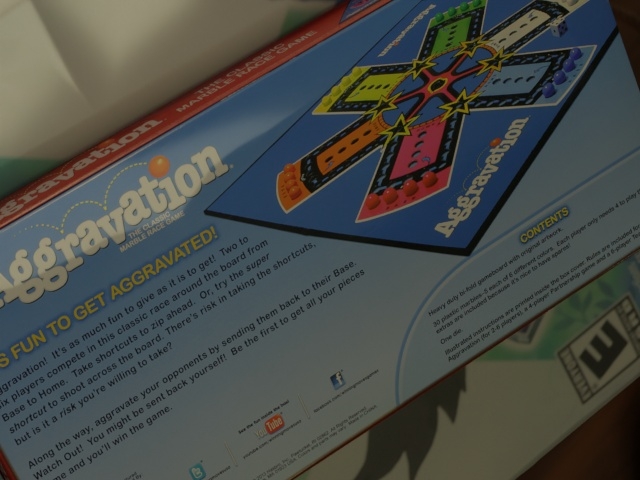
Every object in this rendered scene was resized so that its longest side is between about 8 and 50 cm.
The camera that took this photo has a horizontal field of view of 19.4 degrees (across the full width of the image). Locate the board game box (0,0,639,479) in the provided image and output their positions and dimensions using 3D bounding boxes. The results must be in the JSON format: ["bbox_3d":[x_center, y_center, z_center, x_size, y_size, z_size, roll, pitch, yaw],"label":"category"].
[{"bbox_3d":[0.000,0.000,0.680,0.281,0.027,0.145,-31,116,-18],"label":"board game box"}]

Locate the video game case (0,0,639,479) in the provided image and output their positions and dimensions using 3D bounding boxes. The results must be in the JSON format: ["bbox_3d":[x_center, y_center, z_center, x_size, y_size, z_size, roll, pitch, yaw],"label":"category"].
[{"bbox_3d":[-0.026,-0.011,0.700,0.300,0.036,0.329,-37,117,-15],"label":"video game case"}]
